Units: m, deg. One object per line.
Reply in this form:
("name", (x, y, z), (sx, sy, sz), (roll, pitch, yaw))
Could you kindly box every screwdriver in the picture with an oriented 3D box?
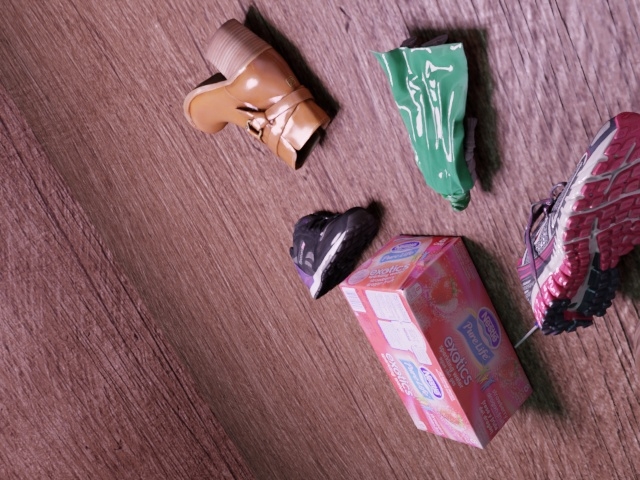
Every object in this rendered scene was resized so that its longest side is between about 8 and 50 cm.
("screwdriver", (0.305, 0.127, 1.085), (0.024, 0.025, 0.170), (44, 151, 14))

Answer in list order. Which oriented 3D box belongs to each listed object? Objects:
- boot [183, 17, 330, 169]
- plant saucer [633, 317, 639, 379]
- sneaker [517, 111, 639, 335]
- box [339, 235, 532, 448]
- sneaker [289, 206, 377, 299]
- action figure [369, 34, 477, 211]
("boot", (-0.101, -0.201, 1.236), (0.220, 0.109, 0.283), (45, 145, 3))
("plant saucer", (0.461, 0.186, 0.842), (0.278, 0.041, 0.278), (47, 166, 16))
("sneaker", (0.284, -0.020, 0.850), (0.299, 0.120, 0.112), (100, 157, -46))
("box", (0.182, 0.151, 1.170), (0.154, 0.142, 0.300), (1, 125, 56))
("sneaker", (0.000, 0.000, 1.310), (0.124, 0.107, 0.283), (52, 153, 12))
("action figure", (0.151, -0.138, 0.953), (0.137, 0.063, 0.232), (14, 131, 47))
